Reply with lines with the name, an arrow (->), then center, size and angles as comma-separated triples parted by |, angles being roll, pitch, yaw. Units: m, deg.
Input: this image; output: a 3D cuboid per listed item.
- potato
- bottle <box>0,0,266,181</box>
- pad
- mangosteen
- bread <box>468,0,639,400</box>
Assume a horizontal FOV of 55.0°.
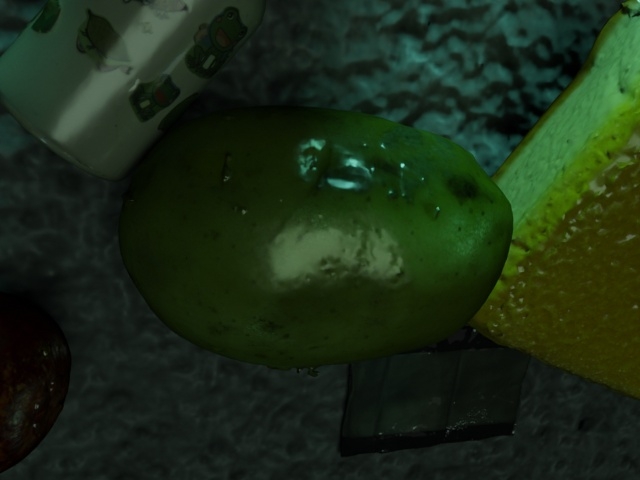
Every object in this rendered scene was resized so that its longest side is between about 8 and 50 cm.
potato -> 0.000, -0.003, 0.492 | 0.304, 0.216, 0.215 | -5, 113, -14
bottle -> -0.108, -0.169, 0.441 | 0.253, 0.120, 0.120 | -47, 117, 3
pad -> 0.139, 0.168, 0.714 | 0.233, 0.022, 0.174 | -2, 112, -17
mangosteen -> -0.292, 0.100, 0.493 | 0.146, 0.181, 0.155 | -41, 150, -47
bread -> 0.328, -0.013, 0.596 | 0.324, 0.143, 0.333 | 25, 117, -19
